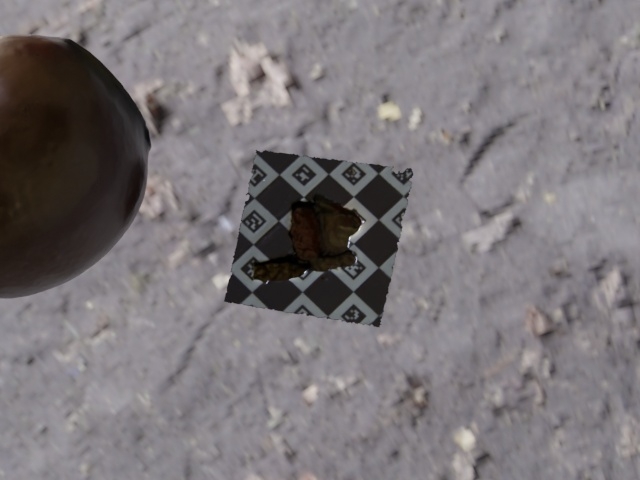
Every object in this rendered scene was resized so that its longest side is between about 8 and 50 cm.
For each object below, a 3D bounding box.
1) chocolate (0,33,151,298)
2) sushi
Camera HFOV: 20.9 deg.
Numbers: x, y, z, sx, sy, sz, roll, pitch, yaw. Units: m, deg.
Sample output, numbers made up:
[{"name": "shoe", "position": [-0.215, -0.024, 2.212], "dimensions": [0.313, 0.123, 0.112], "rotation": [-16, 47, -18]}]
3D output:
[{"name": "chocolate", "position": [-0.196, -0.041, 1.107], "dimensions": [0.177, 0.176, 0.176], "rotation": [-8, 58, 13]}, {"name": "sushi", "position": [0.000, 0.000, 1.281], "dimensions": [0.120, 0.026, 0.126], "rotation": [9, 71, 9]}]
